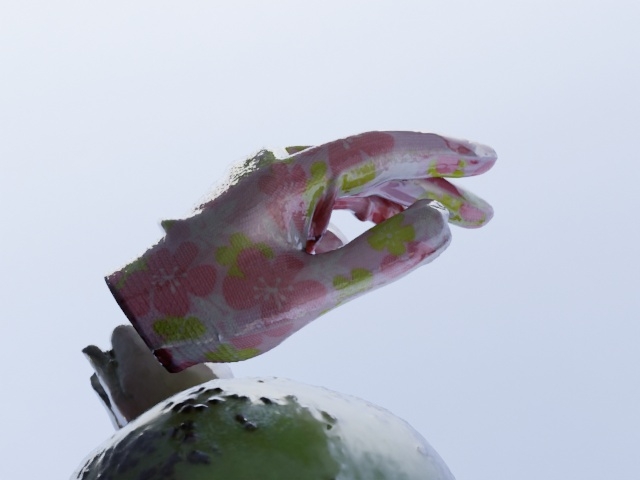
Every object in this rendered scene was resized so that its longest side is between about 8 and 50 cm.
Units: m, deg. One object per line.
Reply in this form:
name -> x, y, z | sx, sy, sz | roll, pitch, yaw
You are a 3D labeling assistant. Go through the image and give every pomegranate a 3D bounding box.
pomegranate -> -0.061, 0.186, 0.805 | 0.285, 0.285, 0.341 | -40, -132, 8

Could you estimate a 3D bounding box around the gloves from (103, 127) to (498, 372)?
gloves -> -0.007, -0.010, 0.753 | 0.241, 0.145, 0.126 | -35, -94, -4
